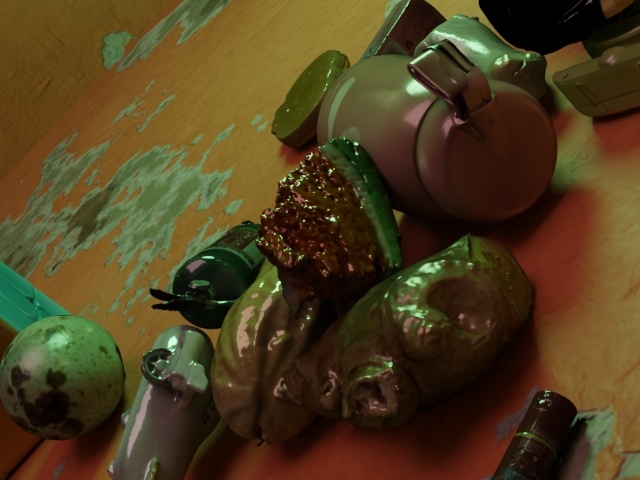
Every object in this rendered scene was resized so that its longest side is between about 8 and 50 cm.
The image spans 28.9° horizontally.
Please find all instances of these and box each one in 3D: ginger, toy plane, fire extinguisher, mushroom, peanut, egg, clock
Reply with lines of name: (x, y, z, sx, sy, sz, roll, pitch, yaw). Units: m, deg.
ginger: (0.066, 0.110, 1.150, 0.270, 0.123, 0.219, -42, 3, 29)
toy plane: (-0.163, 0.204, 1.383, 0.245, 0.117, 0.244, -163, 90, -84)
fire extinguisher: (0.158, 0.181, 0.971, 0.132, 0.056, 0.039, -57, -2, -26)
mushroom: (0.192, -0.206, 1.459, 0.099, 0.096, 0.278, -49, 27, 3)
peanut: (-0.021, 0.073, 1.344, 0.149, 0.149, 0.313, -24, 28, 44)
egg: (-0.353, 0.185, 1.719, 0.169, 0.169, 0.231, -46, 6, 7)
fire extinguisher: (-0.113, 0.045, 1.469, 0.294, 0.118, 0.093, -44, -40, -74)
clock: (0.342, -0.235, 1.266, 0.170, 0.069, 0.232, -17, 38, 52)

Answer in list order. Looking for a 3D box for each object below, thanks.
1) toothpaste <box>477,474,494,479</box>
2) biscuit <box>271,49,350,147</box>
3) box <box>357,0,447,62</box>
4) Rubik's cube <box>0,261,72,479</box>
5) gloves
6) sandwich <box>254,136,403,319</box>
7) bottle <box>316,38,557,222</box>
toothpaste: (0.080, 0.302, 0.931, 0.075, 0.048, 0.297, -32, 24, 46)
biscuit: (-0.011, -0.203, 1.871, 0.170, 0.050, 0.170, -47, 22, 26)
box: (0.116, -0.229, 1.604, 0.156, 0.111, 0.060, -57, 17, -22)
Rubik's cube: (-0.568, 0.190, 1.926, 0.291, 0.292, 0.290, -47, 22, 2)
gloves: (0.263, -0.275, 1.251, 0.203, 0.124, 0.164, -41, 39, 38)
sandwich: (-0.002, -0.007, 1.250, 0.109, 0.160, 0.185, -58, 45, 44)
bottle: (0.115, -0.117, 1.314, 0.173, 0.206, 0.297, -34, 22, -11)
